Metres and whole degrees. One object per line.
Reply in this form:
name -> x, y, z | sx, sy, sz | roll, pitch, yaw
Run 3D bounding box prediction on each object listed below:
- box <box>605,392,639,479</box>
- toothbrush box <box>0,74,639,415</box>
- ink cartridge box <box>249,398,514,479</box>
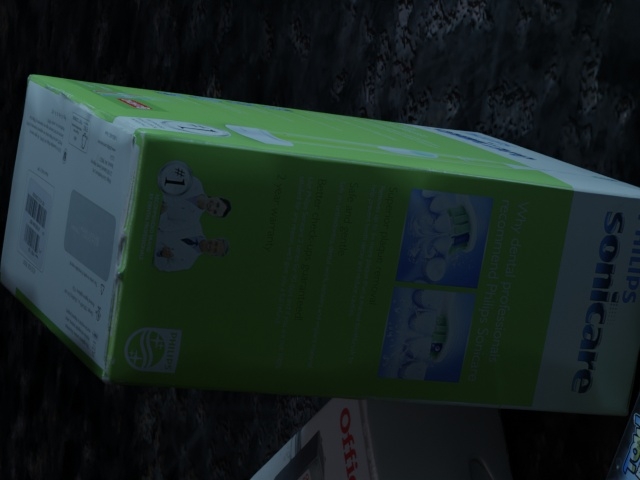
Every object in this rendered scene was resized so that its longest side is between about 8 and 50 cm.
box -> 0.162, 0.172, 0.850 | 0.114, 0.036, 0.207 | -127, 48, -56
toothbrush box -> 0.000, 0.000, 0.940 | 0.206, 0.283, 0.122 | -152, 69, -63
ink cartridge box -> 0.027, 0.191, 1.073 | 0.218, 0.092, 0.159 | -48, 44, 50
